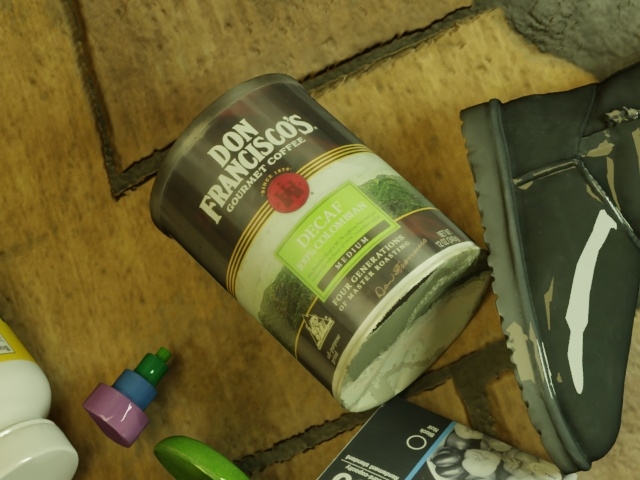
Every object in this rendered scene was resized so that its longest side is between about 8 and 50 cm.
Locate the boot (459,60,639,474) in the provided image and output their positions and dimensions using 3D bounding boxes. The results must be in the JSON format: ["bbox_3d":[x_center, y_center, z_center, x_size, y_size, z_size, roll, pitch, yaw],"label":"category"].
[{"bbox_3d":[0.375,-0.018,1.474,0.445,0.146,0.367,-16,76,15],"label":"boot"}]

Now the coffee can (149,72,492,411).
[{"bbox_3d":[0.000,0.000,1.586,0.275,0.201,0.201,43,98,23],"label":"coffee can"}]

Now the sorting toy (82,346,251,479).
[{"bbox_3d":[-0.062,0.212,1.640,0.365,0.127,0.126,29,69,23],"label":"sorting toy"}]

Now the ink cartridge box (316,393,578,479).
[{"bbox_3d":[0.098,0.252,1.515,0.206,0.045,0.208,22,47,24],"label":"ink cartridge box"}]

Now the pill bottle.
[{"bbox_3d":[-0.404,0.145,1.736,0.188,0.188,0.334,-45,67,9],"label":"pill bottle"}]
